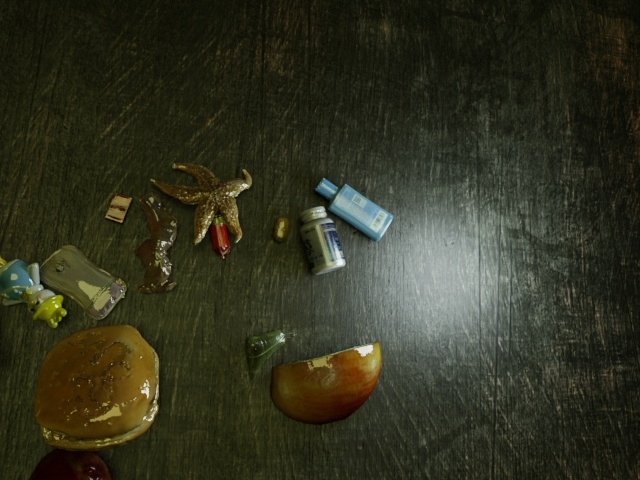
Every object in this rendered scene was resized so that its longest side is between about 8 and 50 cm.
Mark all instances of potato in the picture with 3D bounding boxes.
[{"bbox_3d":[-0.119,-0.034,1.617,0.051,0.040,0.083,21,76,-17],"label":"potato"}]

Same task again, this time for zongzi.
[{"bbox_3d":[-0.142,0.328,1.544,0.154,0.062,0.130,-11,102,-30],"label":"zongzi"}]

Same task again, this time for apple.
[{"bbox_3d":[0.031,0.396,1.519,0.346,0.254,0.179,-11,41,-14],"label":"apple"}]

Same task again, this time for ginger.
[{"bbox_3d":[-0.471,0.006,1.521,0.122,0.084,0.289,-4,81,11],"label":"ginger"}]

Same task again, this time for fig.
[{"bbox_3d":[-0.658,0.648,1.293,0.191,0.190,0.290,42,72,-1],"label":"fig"}]

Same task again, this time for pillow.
[{"bbox_3d":[-0.658,0.111,1.470,0.233,0.038,0.130,37,71,0],"label":"pillow"}]

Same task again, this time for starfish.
[{"bbox_3d":[-0.327,-0.119,1.540,0.299,0.060,0.302,-7,60,-22],"label":"starfish"}]

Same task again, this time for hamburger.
[{"bbox_3d":[-0.560,0.371,1.341,0.284,0.174,0.304,-9,48,-9],"label":"hamburger"}]

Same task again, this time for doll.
[{"bbox_3d":[-0.777,0.134,1.410,0.241,0.099,0.135,41,70,0],"label":"doll"}]

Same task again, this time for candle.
[{"bbox_3d":[-0.298,-0.009,1.567,0.052,0.052,0.130,-11,82,-14],"label":"candle"}]

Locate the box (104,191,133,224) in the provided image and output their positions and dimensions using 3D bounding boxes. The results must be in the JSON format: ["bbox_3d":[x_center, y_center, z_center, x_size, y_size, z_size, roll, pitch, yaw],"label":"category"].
[{"bbox_3d":[-0.583,-0.093,1.536,0.052,0.023,0.082,18,75,-7],"label":"box"}]

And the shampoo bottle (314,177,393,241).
[{"bbox_3d":[0.099,-0.108,1.669,0.258,0.061,0.103,34,74,-4],"label":"shampoo bottle"}]

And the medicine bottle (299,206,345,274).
[{"bbox_3d":[0.000,0.000,1.601,0.107,0.107,0.191,-15,82,-15],"label":"medicine bottle"}]
